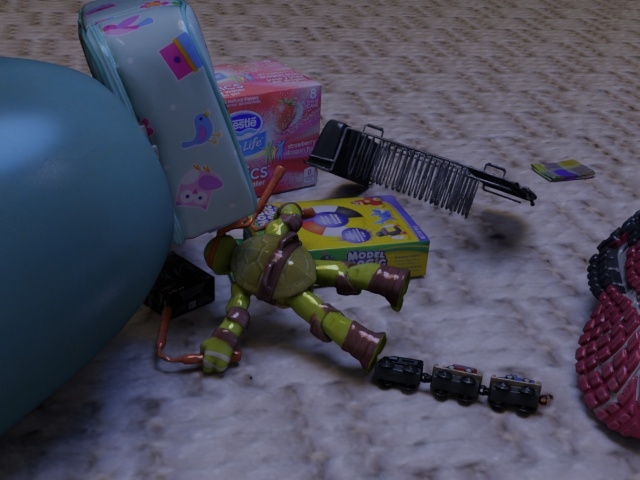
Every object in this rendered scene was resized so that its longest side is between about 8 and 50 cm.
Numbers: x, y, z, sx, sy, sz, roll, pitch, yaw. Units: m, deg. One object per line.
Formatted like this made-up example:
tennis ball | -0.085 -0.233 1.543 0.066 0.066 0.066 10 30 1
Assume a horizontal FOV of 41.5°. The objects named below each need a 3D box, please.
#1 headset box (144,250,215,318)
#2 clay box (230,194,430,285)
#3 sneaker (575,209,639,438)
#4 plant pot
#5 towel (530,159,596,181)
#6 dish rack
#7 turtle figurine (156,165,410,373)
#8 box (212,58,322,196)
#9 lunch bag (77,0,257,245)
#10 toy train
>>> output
headset box | -0.162 0.045 0.900 0.062 0.032 0.083 -22 39 -40
clay box | 0.000 0.000 0.985 0.222 0.053 0.127 -4 28 -17
sneaker | 0.332 0.079 0.819 0.112 0.121 0.299 37 39 -3
plant pot | -0.263 -0.012 0.671 0.293 0.293 0.235 25 45 35
towel | 0.369 -0.108 1.287 0.083 0.009 0.060 -7 30 -20
dish rack | 0.135 -0.079 1.068 0.271 0.074 0.208 20 5 17
turtle figurine | -0.025 0.028 0.833 0.217 0.087 0.269 19 51 12
box | -0.161 -0.142 1.131 0.300 0.154 0.142 -15 33 -30
lunch bag | -0.154 -0.125 0.829 0.108 0.224 0.279 -19 27 -8
toy train | 0.128 0.131 0.781 0.158 0.027 0.036 9 17 11
